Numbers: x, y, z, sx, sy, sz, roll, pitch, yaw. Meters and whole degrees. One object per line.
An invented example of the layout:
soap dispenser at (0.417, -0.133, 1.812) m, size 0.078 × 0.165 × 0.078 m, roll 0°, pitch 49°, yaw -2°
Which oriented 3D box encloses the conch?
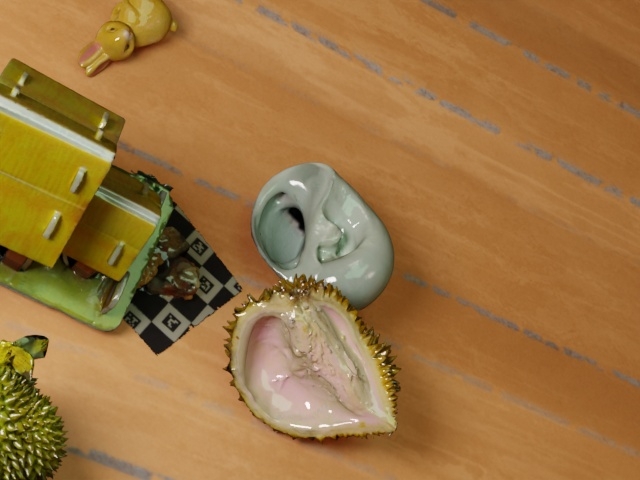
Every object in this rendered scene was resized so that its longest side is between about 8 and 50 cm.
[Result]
conch at (-0.001, 0.004, 1.921) m, size 0.185 × 0.121 × 0.221 m, roll -8°, pitch 61°, yaw -32°

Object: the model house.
model house at (-0.323, -0.013, 1.589) m, size 0.300 × 0.323 × 0.340 m, roll 27°, pitch 69°, yaw -12°

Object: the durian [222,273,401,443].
durian at (-0.014, 0.147, 1.817) m, size 0.249 × 0.183 × 0.138 m, roll 47°, pitch 24°, yaw -17°

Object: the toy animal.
toy animal at (-0.271, -0.279, 1.958) m, size 0.083 × 0.070 × 0.159 m, roll 43°, pitch 54°, yaw -5°

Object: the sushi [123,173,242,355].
sushi at (-0.212, 0.018, 1.830) m, size 0.210 × 0.040 × 0.193 m, roll 50°, pitch 49°, yaw 2°

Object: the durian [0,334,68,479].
durian at (-0.354, 0.205, 1.524) m, size 0.146 × 0.198 × 0.159 m, roll -18°, pitch 79°, yaw -34°
